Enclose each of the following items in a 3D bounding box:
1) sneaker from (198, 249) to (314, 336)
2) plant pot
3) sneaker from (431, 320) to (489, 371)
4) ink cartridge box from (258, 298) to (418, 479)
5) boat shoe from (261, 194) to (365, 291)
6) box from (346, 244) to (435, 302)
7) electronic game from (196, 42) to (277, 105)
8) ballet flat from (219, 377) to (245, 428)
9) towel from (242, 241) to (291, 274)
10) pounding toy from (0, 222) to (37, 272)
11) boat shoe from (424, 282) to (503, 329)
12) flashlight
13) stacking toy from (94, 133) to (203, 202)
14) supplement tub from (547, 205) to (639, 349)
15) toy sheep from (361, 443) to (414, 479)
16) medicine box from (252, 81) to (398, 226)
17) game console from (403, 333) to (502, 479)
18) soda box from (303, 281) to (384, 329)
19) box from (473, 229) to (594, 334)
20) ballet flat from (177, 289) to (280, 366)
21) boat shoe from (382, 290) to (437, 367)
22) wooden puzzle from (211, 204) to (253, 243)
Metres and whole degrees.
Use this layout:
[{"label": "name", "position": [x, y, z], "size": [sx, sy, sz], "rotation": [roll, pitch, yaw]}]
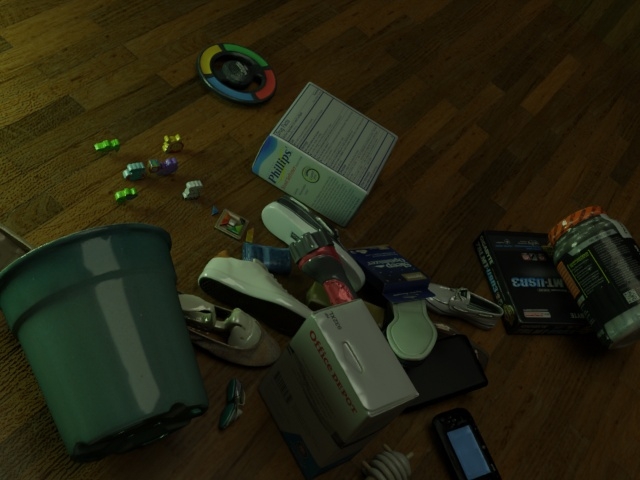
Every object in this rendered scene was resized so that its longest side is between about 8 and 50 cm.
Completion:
[{"label": "sneaker", "position": [-0.115, 0.107, 1.824], "size": [0.290, 0.106, 0.123], "rotation": [29, 49, -3]}, {"label": "plant pot", "position": [-0.373, 0.195, 1.486], "size": [0.341, 0.341, 0.334], "rotation": [-13, 68, -35]}, {"label": "sneaker", "position": [0.314, 0.257, 1.959], "size": [0.188, 0.066, 0.071], "rotation": [28, 52, -3]}, {"label": "ink cartridge box", "position": [0.025, 0.292, 1.609], "size": [0.129, 0.307, 0.223], "rotation": [-14, 62, -35]}, {"label": "boat shoe", "position": [0.000, 0.000, 1.980], "size": [0.301, 0.108, 0.102], "rotation": [37, 47, 14]}, {"label": "box", "position": [0.165, 0.075, 1.977], "size": [0.136, 0.037, 0.225], "rotation": [-5, 29, -32]}, {"label": "electronic game", "position": [-0.227, -0.456, 2.259], "size": [0.229, 0.048, 0.229], "rotation": [15, 48, -17]}, {"label": "ballet flat", "position": [-0.172, 0.332, 1.662], "size": [0.041, 0.041, 0.114], "rotation": [20, 48, -12]}, {"label": "towel", "position": [-0.124, 0.042, 1.925], "size": [0.119, 0.029, 0.067], "rotation": [11, 51, -21]}, {"label": "pounding toy", "position": [-0.652, 0.029, 1.625], "size": [0.141, 0.100, 0.130], "rotation": [37, 46, -12]}, {"label": "boat shoe", "position": [0.349, 0.148, 2.058], "size": [0.226, 0.076, 0.083], "rotation": [20, 47, -13]}, {"label": "flashlight", "position": [0.036, 0.124, 1.813], "size": [0.103, 0.103, 0.304], "rotation": [-25, 72, -6]}, {"label": "stacking toy", "position": [-0.399, -0.165, 1.937], "size": [0.221, 0.052, 0.167], "rotation": [-10, 58, -31]}, {"label": "supplement tub", "position": [0.741, 0.092, 2.127], "size": [0.207, 0.207, 0.338], "rotation": [-9, 61, -33]}, {"label": "toy sheep", "position": [0.139, 0.469, 1.684], "size": [0.132, 0.091, 0.091], "rotation": [-34, 73, -22]}, {"label": "medicine box", "position": [0.016, -0.224, 2.131], "size": [0.289, 0.149, 0.263], "rotation": [31, 46, -1]}, {"label": "game console", "position": [0.303, 0.393, 1.834], "size": [0.213, 0.044, 0.361], "rotation": [-14, 66, -20]}, {"label": "soda box", "position": [0.054, 0.163, 1.899], "size": [0.181, 0.061, 0.058], "rotation": [22, 48, -11]}, {"label": "box", "position": [0.586, 0.112, 2.218], "size": [0.295, 0.073, 0.293], "rotation": [4, 52, -25]}, {"label": "ballet flat", "position": [-0.218, 0.176, 1.715], "size": [0.315, 0.106, 0.108], "rotation": [19, 48, -14]}, {"label": "boat shoe", "position": [0.196, 0.211, 1.843], "size": [0.114, 0.091, 0.302], "rotation": [9, 24, 4]}, {"label": "wooden puzzle", "position": [-0.207, -0.040, 1.958], "size": [0.116, 0.014, 0.079], "rotation": [23, 47, -10]}]
